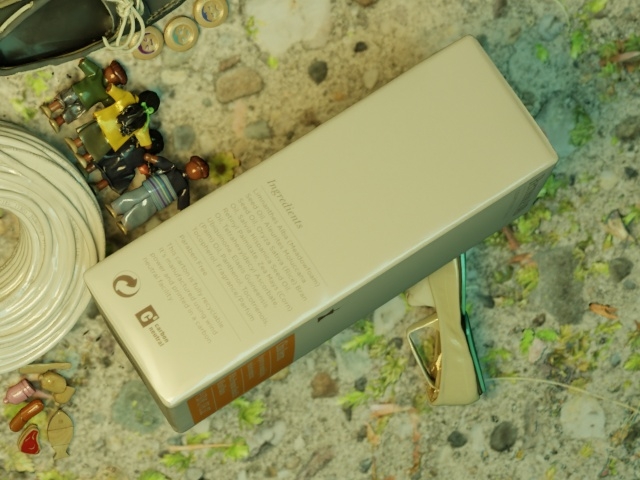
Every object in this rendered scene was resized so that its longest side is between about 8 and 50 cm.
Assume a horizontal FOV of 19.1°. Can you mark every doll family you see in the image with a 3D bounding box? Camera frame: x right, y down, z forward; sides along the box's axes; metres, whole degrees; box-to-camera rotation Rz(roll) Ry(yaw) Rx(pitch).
[{"bbox_3d":[-0.191,-0.097,1.920,0.111,0.076,0.193,-35,125,-11],"label":"doll family"}]

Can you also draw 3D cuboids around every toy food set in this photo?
[{"bbox_3d":[-0.299,0.178,2.015,0.078,0.019,0.122,-1,119,-22],"label":"toy food set"}]

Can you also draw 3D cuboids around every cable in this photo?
[{"bbox_3d":[-0.344,0.006,1.886,0.257,0.089,0.257,22,102,-29],"label":"cable"}]

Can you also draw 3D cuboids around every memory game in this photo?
[{"bbox_3d":[-0.168,-0.269,1.890,0.186,0.012,0.186,-8,114,-19],"label":"memory game"}]

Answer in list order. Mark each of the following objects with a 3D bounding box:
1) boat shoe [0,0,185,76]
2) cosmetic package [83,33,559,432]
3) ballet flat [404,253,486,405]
[{"bbox_3d":[-0.214,-0.227,1.835,0.255,0.079,0.095,-21,116,-13],"label":"boat shoe"},{"bbox_3d":[0.000,0.000,1.923,0.453,0.230,0.161,-33,80,-7],"label":"cosmetic package"},{"bbox_3d":[0.133,0.080,2.125,0.086,0.086,0.248,-18,117,-15],"label":"ballet flat"}]
